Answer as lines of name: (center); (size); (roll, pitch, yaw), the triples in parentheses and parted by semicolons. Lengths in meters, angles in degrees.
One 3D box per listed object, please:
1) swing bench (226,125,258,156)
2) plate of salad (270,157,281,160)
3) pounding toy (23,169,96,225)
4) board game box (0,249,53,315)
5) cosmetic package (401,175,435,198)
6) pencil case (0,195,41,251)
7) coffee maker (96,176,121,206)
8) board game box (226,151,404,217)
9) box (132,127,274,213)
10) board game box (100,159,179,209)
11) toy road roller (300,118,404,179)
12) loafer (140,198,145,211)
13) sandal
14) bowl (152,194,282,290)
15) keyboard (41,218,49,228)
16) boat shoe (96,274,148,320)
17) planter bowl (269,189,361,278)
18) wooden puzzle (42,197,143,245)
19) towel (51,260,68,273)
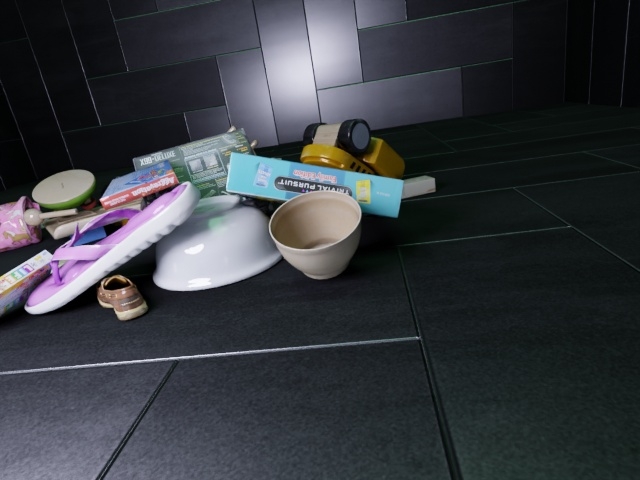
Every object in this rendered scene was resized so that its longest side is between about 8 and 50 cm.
swing bench: (-0.307, -0.214, 1.352); (0.254, 0.165, 0.253); (-28, 1, 8)
plate of salad: (-0.276, -0.346, 1.999); (0.199, 0.048, 0.200); (-18, 20, 7)
pounding toy: (-0.798, -0.115, 1.330); (0.182, 0.110, 0.237); (-5, 43, -1)
board game box: (-0.588, 0.094, 0.800); (0.103, 0.026, 0.154); (-45, 6, 38)
cosmetic package: (0.265, -0.153, 1.207); (0.115, 0.041, 0.060); (-12, 19, -9)
pencil case: (-1.082, -0.022, 1.295); (0.385, 0.167, 0.160); (-15, -13, -16)
coffee maker: (-0.757, -0.175, 1.672); (0.178, 0.120, 0.171); (-10, 42, 0)
board game box: (-0.015, -0.111, 0.925); (0.335, 0.079, 0.254); (9, 3, -3)
box: (-0.306, -0.146, 1.101); (0.307, 0.077, 0.243); (-20, 65, -12)
board game box: (-0.394, -0.130, 0.927); (0.145, 0.027, 0.281); (-25, 23, -13)
toy road roller: (0.080, -0.203, 1.279); (0.202, 0.241, 0.329); (10, -10, 45)
loafer: (-0.310, -0.078, 1.186); (0.365, 0.134, 0.130); (-13, 54, -10)
sandal: (-0.416, -0.008, 0.811); (0.416, 0.102, 0.169); (-32, 26, 7)
bowl: (-0.229, -0.016, 0.912); (0.297, 0.134, 0.298); (-8, 19, 3)
keyboard: (-1.115, -0.068, 1.657); (0.072, 0.014, 0.256); (-13, 19, -25)
boat shoe: (-0.374, 0.092, 0.781); (0.064, 0.060, 0.178); (-24, 24, -36)
planter bowl: (0.000, 0.000, 0.758); (0.162, 0.109, 0.162); (-8, 41, 7)
wooden puzzle: (-0.697, -0.064, 1.362); (0.322, 0.081, 0.347); (-22, 18, -34)
towel: (-0.673, 0.076, 1.017); (0.148, 0.027, 0.110); (-25, 24, -36)
